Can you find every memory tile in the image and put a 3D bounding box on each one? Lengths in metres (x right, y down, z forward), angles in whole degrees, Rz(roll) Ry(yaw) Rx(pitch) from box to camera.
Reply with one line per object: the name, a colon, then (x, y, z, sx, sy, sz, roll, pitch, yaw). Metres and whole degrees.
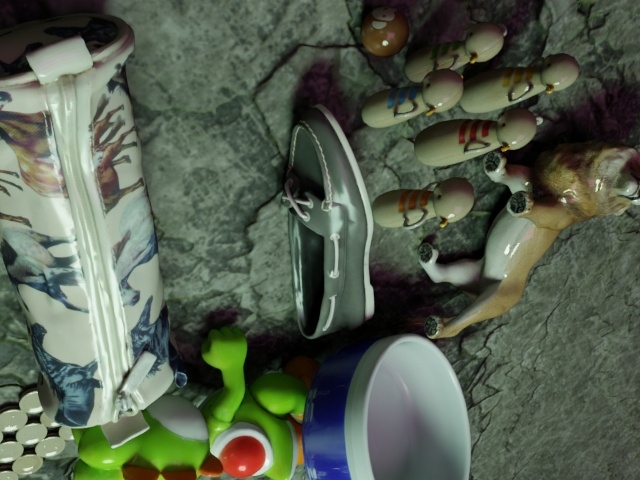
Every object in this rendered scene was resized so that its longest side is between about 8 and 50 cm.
memory tile: (-0.377, 0.250, 0.857, 0.148, 0.012, 0.113, -36, 132, -3)

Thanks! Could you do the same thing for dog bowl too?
dog bowl: (0.097, 0.265, 0.933, 0.104, 0.265, 0.265, -15, 146, 38)

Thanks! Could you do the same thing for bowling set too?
bowling set: (0.132, -0.162, 0.726, 0.200, 0.154, 0.287, 50, 59, -25)

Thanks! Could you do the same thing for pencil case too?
pencil case: (-0.228, -0.006, 0.648, 0.159, 0.183, 0.411, -26, 132, -33)

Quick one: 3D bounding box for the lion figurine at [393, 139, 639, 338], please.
lion figurine: (0.288, 0.004, 0.997, 0.240, 0.142, 0.392, 7, 132, -41)

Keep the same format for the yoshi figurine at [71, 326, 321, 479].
yoshi figurine: (-0.163, 0.225, 0.889, 0.203, 0.204, 0.362, -21, 163, 40)

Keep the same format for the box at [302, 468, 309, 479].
box: (0.097, 0.409, 1.159, 0.231, 0.127, 0.262, -15, 128, -22)

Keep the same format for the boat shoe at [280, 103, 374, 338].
boat shoe: (0.000, 0.000, 0.828, 0.095, 0.112, 0.335, -26, 134, -17)
